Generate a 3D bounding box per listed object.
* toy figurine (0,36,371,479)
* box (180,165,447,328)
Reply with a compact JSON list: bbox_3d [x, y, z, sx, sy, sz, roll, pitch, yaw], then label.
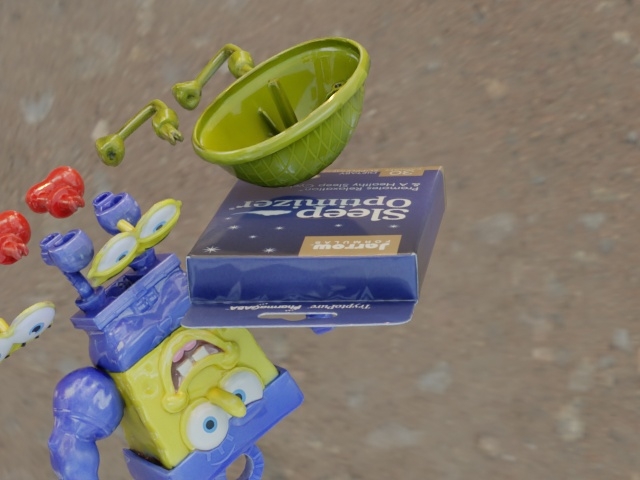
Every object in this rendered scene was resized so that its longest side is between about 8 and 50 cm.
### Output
[{"bbox_3d":[-0.087,0.055,1.260,0.362,0.191,0.217,-40,113,-25],"label":"toy figurine"},{"bbox_3d":[0.000,0.000,1.214,0.136,0.225,0.036,-1,109,9],"label":"box"}]
